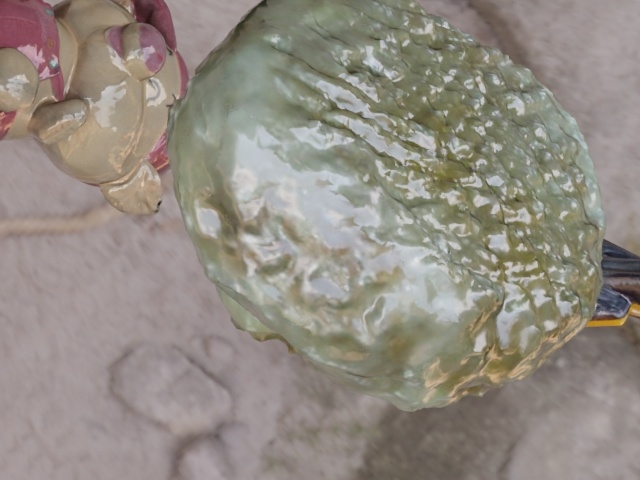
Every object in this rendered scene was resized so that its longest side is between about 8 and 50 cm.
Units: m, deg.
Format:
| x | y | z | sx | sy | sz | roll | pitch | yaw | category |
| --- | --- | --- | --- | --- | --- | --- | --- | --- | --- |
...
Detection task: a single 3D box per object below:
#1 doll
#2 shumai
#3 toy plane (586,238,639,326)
| x | y | z | sx | sy | sz | roll | pitch | yaw | category |
| --- | --- | --- | --- | --- | --- | --- | --- | --- | --- |
| -0.205 | -0.136 | 1.488 | 0.256 | 0.152 | 0.196 | 19 | 79 | -47 | doll |
| 0.000 | 0.000 | 0.946 | 0.260 | 0.222 | 0.225 | -4 | 64 | -55 | shumai |
| 0.175 | 0.017 | 1.338 | 0.204 | 0.316 | 0.103 | -51 | 130 | -37 | toy plane |
